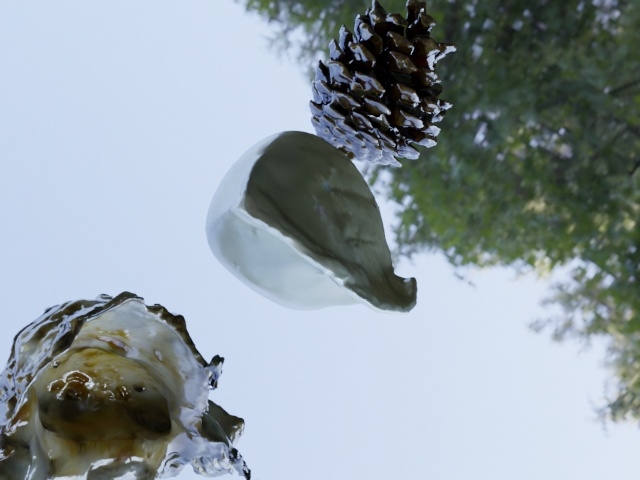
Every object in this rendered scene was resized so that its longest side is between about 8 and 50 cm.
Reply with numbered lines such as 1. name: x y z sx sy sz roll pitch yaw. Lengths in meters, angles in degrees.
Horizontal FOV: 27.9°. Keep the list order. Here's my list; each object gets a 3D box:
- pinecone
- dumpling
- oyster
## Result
1. pinecone: 0.079 -0.195 1.622 0.179 0.184 0.204 28 -107 -13
2. dumpling: 0.000 0.000 1.005 0.179 0.252 0.131 40 -91 0
3. oyster: -0.149 0.142 1.082 0.198 0.337 0.133 -34 -124 10
